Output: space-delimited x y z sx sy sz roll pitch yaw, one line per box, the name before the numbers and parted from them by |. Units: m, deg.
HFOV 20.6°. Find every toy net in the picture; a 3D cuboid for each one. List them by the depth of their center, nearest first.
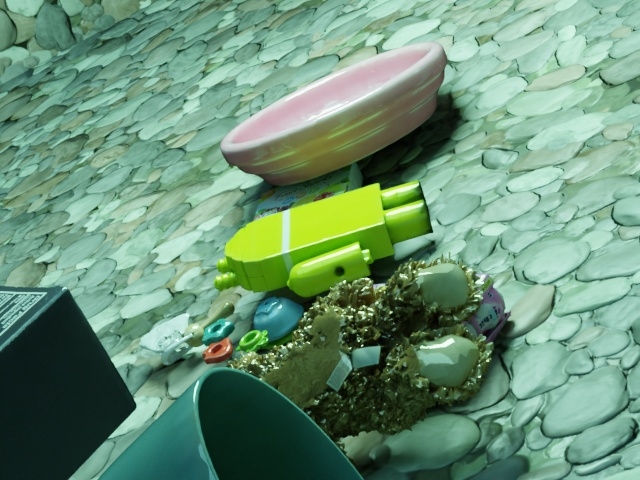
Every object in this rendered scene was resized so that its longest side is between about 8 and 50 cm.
toy net | -0.127 0.124 2.095 0.232 0.045 0.122 -14 30 36

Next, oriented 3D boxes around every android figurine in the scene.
android figurine | 0.000 0.000 2.126 0.273 0.056 0.248 -19 18 4

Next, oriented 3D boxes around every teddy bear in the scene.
teddy bear | 0.031 0.141 1.743 0.338 0.113 0.245 -40 47 15

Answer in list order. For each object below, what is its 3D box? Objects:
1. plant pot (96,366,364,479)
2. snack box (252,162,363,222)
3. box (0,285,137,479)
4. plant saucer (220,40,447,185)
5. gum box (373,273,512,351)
plant pot | -0.090 0.288 1.428 0.235 0.293 0.293 -38 21 14
snack box | -0.017 -0.050 2.319 0.141 0.037 0.100 -21 23 19
box | -0.413 0.200 1.888 0.294 0.182 0.296 0 37 45
plant saucer | 0.027 -0.165 2.385 0.332 0.084 0.332 -23 12 5
gum box | 0.100 0.096 1.851 0.188 0.062 0.107 -8 32 42
